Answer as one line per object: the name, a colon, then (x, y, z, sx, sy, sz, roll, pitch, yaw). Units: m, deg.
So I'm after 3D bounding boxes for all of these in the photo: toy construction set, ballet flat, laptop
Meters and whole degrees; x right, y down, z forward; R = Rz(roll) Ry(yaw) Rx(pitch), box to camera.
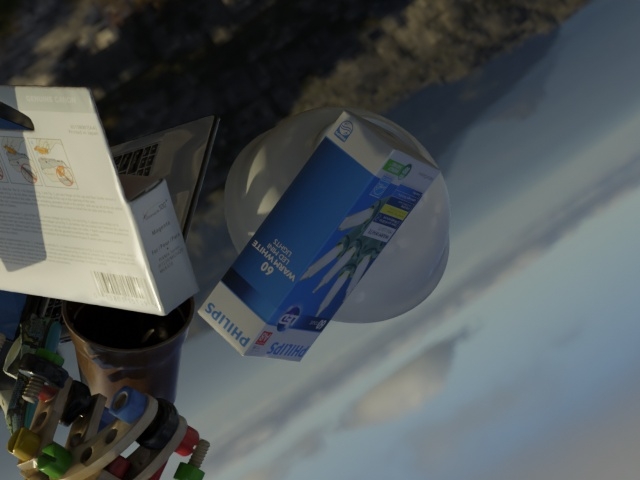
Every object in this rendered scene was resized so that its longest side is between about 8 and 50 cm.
toy construction set: (-0.273, 0.294, 1.675, 0.237, 0.258, 0.309, -66, 151, -16)
ballet flat: (-0.392, 0.190, 1.880, 0.070, 0.070, 0.188, -40, -145, 57)
laptop: (-0.411, -0.061, 2.109, 0.408, 0.236, 0.381, -14, -133, 31)

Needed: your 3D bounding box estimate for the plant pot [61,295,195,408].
plant pot: (-0.246, 0.142, 1.837, 0.167, 0.167, 0.165, -31, 142, -35)

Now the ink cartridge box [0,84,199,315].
ink cartridge box: (-0.265, -0.053, 1.396, 0.275, 0.238, 0.060, 6, -149, 38)

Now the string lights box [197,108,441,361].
string lights box: (0.000, 0.000, 1.472, 0.259, 0.077, 0.133, -54, 155, 10)

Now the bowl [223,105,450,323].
bowl: (0.040, -0.058, 1.729, 0.298, 0.298, 0.134, -31, 164, -32)
